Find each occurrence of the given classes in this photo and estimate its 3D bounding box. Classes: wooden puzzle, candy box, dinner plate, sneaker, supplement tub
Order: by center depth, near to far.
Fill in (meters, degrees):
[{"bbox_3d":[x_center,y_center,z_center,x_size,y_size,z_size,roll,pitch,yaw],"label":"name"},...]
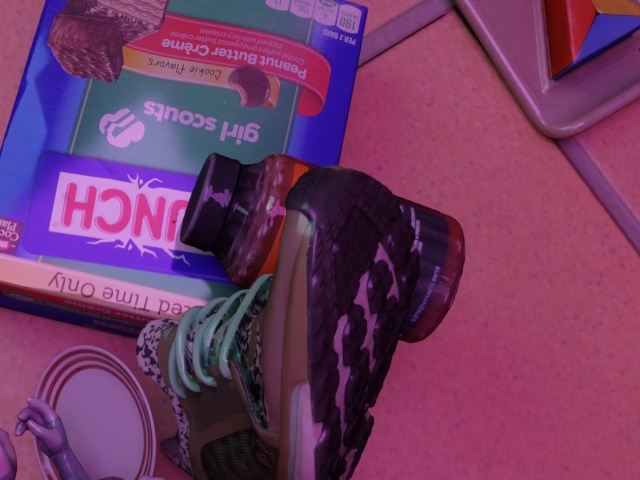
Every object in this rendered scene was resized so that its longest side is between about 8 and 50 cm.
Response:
[{"bbox_3d":[-0.055,0.097,0.657,0.182,0.410,0.158,22,50,10],"label":"sneaker"},{"bbox_3d":[0.000,0.000,0.707,0.198,0.106,0.106,20,72,-14],"label":"supplement tub"},{"bbox_3d":[-0.178,0.153,0.755,0.017,0.141,0.141,-3,70,-57],"label":"dinner plate"},{"bbox_3d":[-0.125,-0.077,0.813,0.268,0.122,0.317,14,74,-10],"label":"candy box"},{"bbox_3d":[0.274,-0.318,0.978,0.322,0.080,0.348,-31,82,-17],"label":"wooden puzzle"}]

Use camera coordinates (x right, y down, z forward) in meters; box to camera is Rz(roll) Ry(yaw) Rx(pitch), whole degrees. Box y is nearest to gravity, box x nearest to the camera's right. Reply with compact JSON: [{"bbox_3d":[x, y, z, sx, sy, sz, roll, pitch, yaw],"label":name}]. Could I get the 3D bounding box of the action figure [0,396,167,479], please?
[{"bbox_3d":[-0.207,0.245,0.594,0.370,0.248,0.275,-12,85,7],"label":"action figure"}]
